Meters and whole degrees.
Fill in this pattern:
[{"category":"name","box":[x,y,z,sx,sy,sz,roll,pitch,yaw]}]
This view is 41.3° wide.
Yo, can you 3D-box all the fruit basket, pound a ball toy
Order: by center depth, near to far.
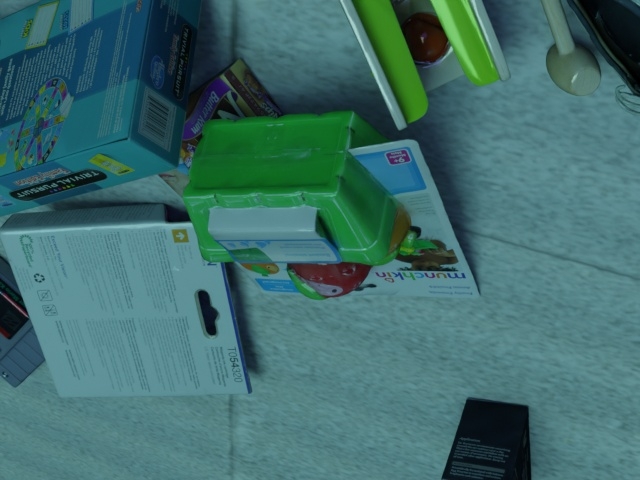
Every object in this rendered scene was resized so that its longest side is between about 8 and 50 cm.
[{"category":"pound a ball toy","box":[0.121,-0.263,0.844,0.208,0.136,0.319,-25,112,10]},{"category":"fruit basket","box":[0.000,0.000,1.028,0.327,0.165,0.353,0,145,22]}]

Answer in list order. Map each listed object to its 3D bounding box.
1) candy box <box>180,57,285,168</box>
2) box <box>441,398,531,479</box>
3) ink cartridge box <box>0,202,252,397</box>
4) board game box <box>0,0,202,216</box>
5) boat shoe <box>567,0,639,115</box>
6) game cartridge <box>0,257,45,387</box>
[{"category":"candy box","box":[-0.140,-0.139,1.091,0.186,0.053,0.109,-24,112,38]},{"category":"box","box":[0.236,0.334,1.183,0.093,0.158,0.156,4,125,23]},{"category":"ink cartridge box","box":[-0.284,0.100,1.301,0.330,0.071,0.324,-3,121,7]},{"category":"board game box","box":[-0.301,-0.178,1.014,0.336,0.254,0.079,-11,153,32]},{"category":"boat shoe","box":[0.325,-0.166,0.804,0.254,0.079,0.095,48,151,-18]},{"category":"game cartridge","box":[-0.620,0.094,1.497,0.355,0.068,0.230,44,135,-9]}]
